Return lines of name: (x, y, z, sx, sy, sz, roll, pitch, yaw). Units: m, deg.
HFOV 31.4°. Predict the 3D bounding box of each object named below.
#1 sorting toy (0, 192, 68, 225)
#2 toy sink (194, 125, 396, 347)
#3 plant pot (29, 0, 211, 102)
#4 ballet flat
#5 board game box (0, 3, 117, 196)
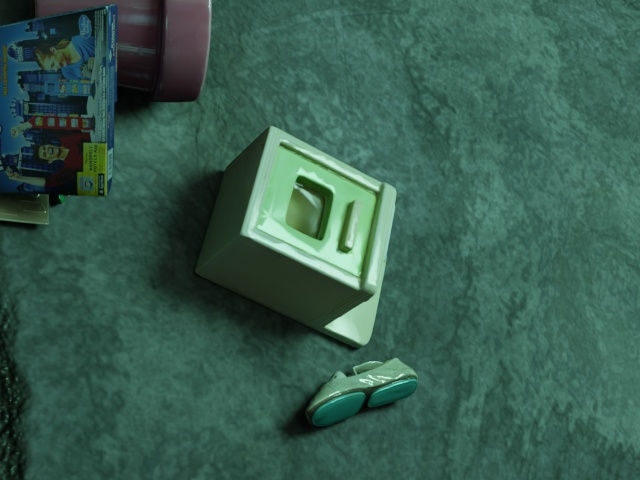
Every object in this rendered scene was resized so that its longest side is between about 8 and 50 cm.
sorting toy: (-0.304, -0.042, 1.205, 0.083, 0.012, 0.062, 7, 59, -27)
toy sink: (0.000, 0.000, 1.307, 0.234, 0.131, 0.152, 27, 56, -20)
plant pot: (-0.226, -0.252, 1.258, 0.180, 0.201, 0.201, -2, 68, -17)
ballet flat: (0.039, 0.171, 1.309, 0.168, 0.057, 0.052, -8, 44, -39)
board game box: (-0.309, -0.148, 1.164, 0.194, 0.060, 0.194, 3, 103, -1)
